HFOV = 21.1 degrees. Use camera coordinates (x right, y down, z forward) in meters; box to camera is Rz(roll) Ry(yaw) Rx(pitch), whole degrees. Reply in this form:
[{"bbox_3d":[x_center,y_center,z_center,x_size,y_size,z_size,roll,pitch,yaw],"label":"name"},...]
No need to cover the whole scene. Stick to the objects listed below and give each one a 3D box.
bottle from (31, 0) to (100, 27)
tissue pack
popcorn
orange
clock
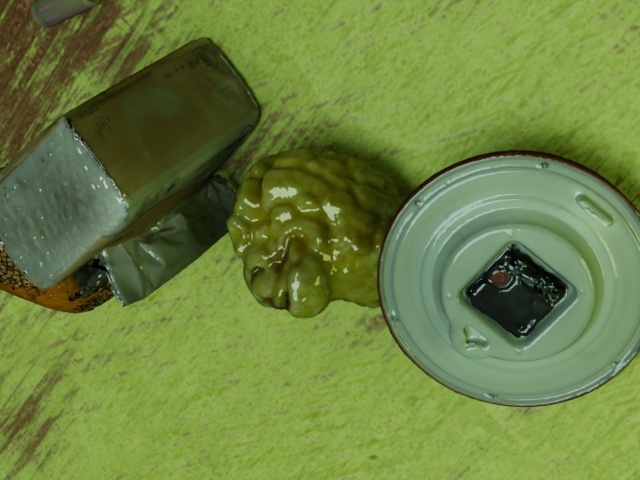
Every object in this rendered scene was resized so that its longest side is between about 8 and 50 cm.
[{"bbox_3d":[-0.323,-0.303,2.177,0.096,0.045,0.045,-19,101,39],"label":"bottle"},{"bbox_3d":[-0.212,-0.068,2.054,0.239,0.305,0.238,13,120,24],"label":"tissue pack"},{"bbox_3d":[0.000,0.000,2.017,0.200,0.203,0.226,-20,118,47],"label":"popcorn"},{"bbox_3d":[-0.349,-0.007,2.217,0.234,0.234,0.182,19,98,24],"label":"orange"},{"bbox_3d":[0.220,0.049,1.911,0.319,0.080,0.318,3,116,6],"label":"clock"}]
